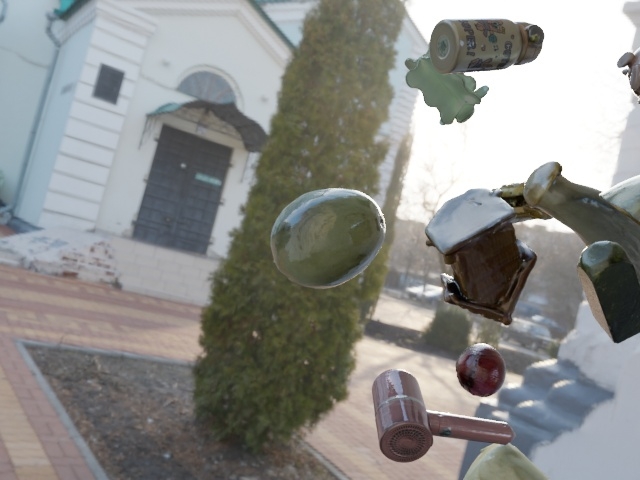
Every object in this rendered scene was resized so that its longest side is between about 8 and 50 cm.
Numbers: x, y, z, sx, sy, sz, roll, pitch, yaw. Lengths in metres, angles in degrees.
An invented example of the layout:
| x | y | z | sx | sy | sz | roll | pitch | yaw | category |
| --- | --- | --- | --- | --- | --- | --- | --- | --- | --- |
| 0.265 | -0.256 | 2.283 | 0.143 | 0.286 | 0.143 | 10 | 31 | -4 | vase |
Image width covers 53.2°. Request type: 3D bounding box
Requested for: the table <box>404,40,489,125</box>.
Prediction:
| x | y | z | sx | sy | sz | roll | pitch | yaw | category |
| --- | --- | --- | --- | --- | --- | --- | --- | --- | --- |
| 0.328 | -0.428 | 1.717 | 0.198 | 0.166 | 0.167 | 40 | -13 | -25 | table |

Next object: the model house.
| x | y | z | sx | sy | sz | roll | pitch | yaw | category |
| --- | --- | --- | --- | --- | --- | --- | --- | --- | --- |
| 0.325 | 0.038 | 1.309 | 0.220 | 0.229 | 0.199 | -21 | 21 | -6 | model house |

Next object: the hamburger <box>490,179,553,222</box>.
| x | y | z | sx | sy | sz | roll | pitch | yaw | category |
| --- | --- | --- | --- | --- | --- | --- | --- | --- | --- |
| 0.533 | -0.102 | 1.709 | 0.177 | 0.113 | 0.185 | -9 | 3 | -7 | hamburger |

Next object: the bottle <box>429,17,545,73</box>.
| x | y | z | sx | sy | sz | roll | pitch | yaw | category |
| --- | --- | --- | --- | --- | --- | --- | --- | --- | --- |
| 0.315 | -0.362 | 1.173 | 0.209 | 0.097 | 0.110 | -10 | 2 | -21 | bottle |

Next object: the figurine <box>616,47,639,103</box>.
| x | y | z | sx | sy | sz | roll | pitch | yaw | category |
| --- | --- | --- | --- | --- | --- | --- | --- | --- | --- |
| 0.623 | -0.305 | 1.167 | 0.138 | 0.125 | 0.125 | 5 | 0 | -10 | figurine |

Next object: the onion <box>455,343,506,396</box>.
| x | y | z | sx | sy | sz | roll | pitch | yaw | category |
| --- | --- | --- | --- | --- | --- | --- | --- | --- | --- |
| 0.388 | 0.314 | 1.544 | 0.131 | 0.131 | 0.131 | 15 | -2 | 0 | onion |

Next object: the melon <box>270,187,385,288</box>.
| x | y | z | sx | sy | sz | roll | pitch | yaw | category |
| --- | --- | --- | --- | --- | --- | --- | --- | --- | --- |
| 0.014 | -0.008 | 1.639 | 0.271 | 0.308 | 0.272 | 51 | 2 | -3 | melon |

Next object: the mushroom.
| x | y | z | sx | sy | sz | roll | pitch | yaw | category |
| --- | --- | --- | --- | --- | --- | --- | --- | --- | --- |
| 0.581 | -0.040 | 1.352 | 0.329 | 0.159 | 0.122 | 32 | -16 | 2 | mushroom |

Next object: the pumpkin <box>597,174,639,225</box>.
| x | y | z | sx | sy | sz | roll | pitch | yaw | category |
| --- | --- | --- | --- | --- | --- | --- | --- | --- | --- |
| 0.527 | -0.034 | 0.934 | 0.218 | 0.110 | 0.217 | 28 | 24 | -14 | pumpkin |

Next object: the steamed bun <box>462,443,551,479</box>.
| x | y | z | sx | sy | sz | roll | pitch | yaw | category |
| --- | --- | --- | --- | --- | --- | --- | --- | --- | --- |
| 0.533 | 0.744 | 1.819 | 0.290 | 0.272 | 0.273 | 37 | -5 | 35 | steamed bun |

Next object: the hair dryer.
| x | y | z | sx | sy | sz | roll | pitch | yaw | category |
| --- | --- | --- | --- | --- | --- | --- | --- | --- | --- |
| 0.305 | 0.440 | 1.565 | 0.353 | 0.125 | 0.210 | 11 | 25 | -7 | hair dryer |

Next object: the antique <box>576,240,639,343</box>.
| x | y | z | sx | sy | sz | roll | pitch | yaw | category |
| --- | --- | --- | --- | --- | --- | --- | --- | --- | --- |
| 0.538 | 0.088 | 1.179 | 0.220 | 0.081 | 0.080 | 54 | 10 | -37 | antique |
